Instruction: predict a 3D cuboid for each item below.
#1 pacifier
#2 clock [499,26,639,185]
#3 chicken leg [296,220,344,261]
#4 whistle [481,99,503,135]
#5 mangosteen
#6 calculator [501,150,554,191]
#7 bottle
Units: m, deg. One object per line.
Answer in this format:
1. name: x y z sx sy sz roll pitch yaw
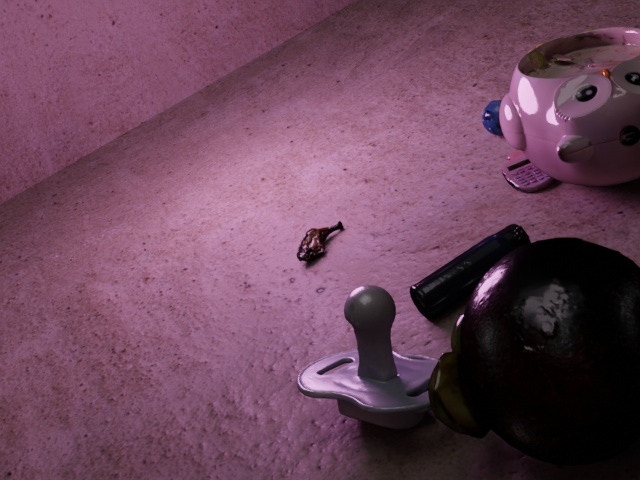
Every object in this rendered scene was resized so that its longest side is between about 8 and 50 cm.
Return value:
1. pacifier: 0.098 0.176 1.508 0.238 0.225 0.287 -23 22 -39
2. clock: 0.544 -0.240 1.828 0.368 0.250 0.376 -16 25 6
3. chicken leg: -0.004 -0.001 2.081 0.062 0.037 0.145 17 45 21
4. whistle: 0.430 -0.284 2.195 0.158 0.090 0.090 5 8 -37
5. mangosteen: 0.319 0.151 1.291 0.330 0.330 0.330 -19 29 11
6. calculator: 0.440 -0.149 1.999 0.103 0.024 0.166 -22 30 5
7. bottle: 0.279 0.054 1.729 0.244 0.082 0.072 -32 73 -12
